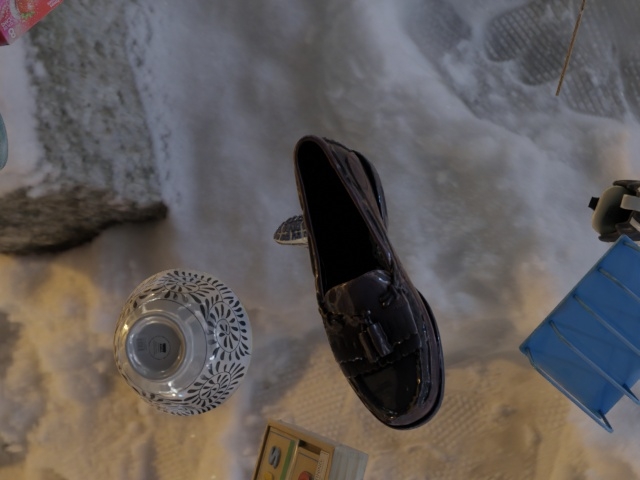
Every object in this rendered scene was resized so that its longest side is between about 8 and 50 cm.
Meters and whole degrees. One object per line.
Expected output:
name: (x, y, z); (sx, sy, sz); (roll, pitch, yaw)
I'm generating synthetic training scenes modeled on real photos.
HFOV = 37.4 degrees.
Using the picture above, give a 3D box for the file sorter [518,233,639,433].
file sorter: (0.313, 0.099, 0.989); (0.118, 0.104, 0.170); (41, 98, 2)

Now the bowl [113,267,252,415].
bowl: (-0.167, 0.115, 1.052); (0.170, 0.080, 0.170); (-1, 88, 13)

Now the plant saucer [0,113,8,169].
plant saucer: (-0.478, -0.177, 1.251); (0.037, 0.195, 0.195); (-35, 72, 15)

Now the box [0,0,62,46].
box: (-0.444, -0.415, 1.375); (0.142, 0.154, 0.300); (1, 41, 32)

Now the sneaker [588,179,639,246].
sneaker: (0.434, -0.032, 1.276); (0.153, 0.235, 0.094); (15, 94, 8)

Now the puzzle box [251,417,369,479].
puzzle box: (-0.060, 0.456, 1.265); (0.272, 0.052, 0.408); (-8, 65, 68)

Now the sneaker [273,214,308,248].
sneaker: (0.000, 0.000, 1.278); (0.135, 0.058, 0.052); (-3, 41, 26)

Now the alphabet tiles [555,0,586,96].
alphabet tiles: (0.489, -0.412, 1.796); (0.009, 0.198, 0.237); (16, 118, 12)

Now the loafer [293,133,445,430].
loafer: (0.030, 0.033, 0.903); (0.109, 0.095, 0.302); (-26, 62, 18)
